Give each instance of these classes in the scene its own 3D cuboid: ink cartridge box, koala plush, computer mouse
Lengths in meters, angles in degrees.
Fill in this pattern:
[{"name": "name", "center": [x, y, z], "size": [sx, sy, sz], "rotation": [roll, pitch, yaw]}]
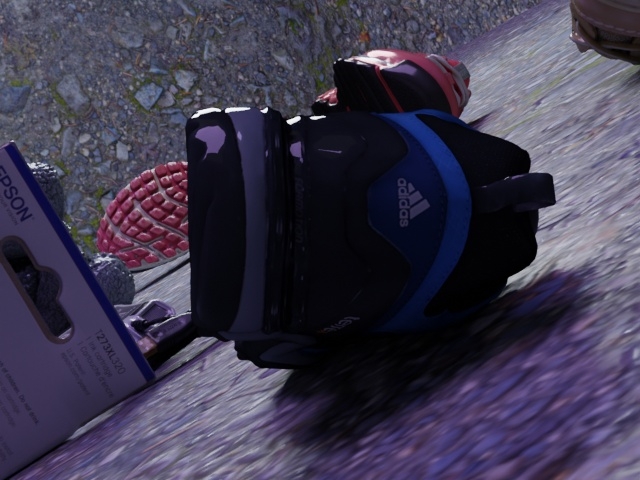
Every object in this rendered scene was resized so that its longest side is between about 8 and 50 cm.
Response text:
[{"name": "ink cartridge box", "center": [-0.301, 0.108, 0.930], "size": [0.371, 0.176, 0.069], "rotation": [-32, 5, -13]}, {"name": "koala plush", "center": [-0.349, 0.066, 1.634], "size": [0.221, 0.196, 0.203], "rotation": [-36, -4, -40]}, {"name": "computer mouse", "center": [-0.128, 0.072, 1.065], "size": [0.106, 0.042, 0.193], "rotation": [-39, 15, -31]}]

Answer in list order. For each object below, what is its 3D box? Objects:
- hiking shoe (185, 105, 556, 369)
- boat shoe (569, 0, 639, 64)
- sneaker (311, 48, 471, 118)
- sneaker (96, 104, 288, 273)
[{"name": "hiking shoe", "center": [0.026, 0.004, 0.667], "size": [0.132, 0.113, 0.304], "rotation": [0, 2, 4]}, {"name": "boat shoe", "center": [0.228, -0.170, 1.109], "size": [0.302, 0.109, 0.098], "rotation": [-44, -25, -66]}, {"name": "sneaker", "center": [0.085, -0.141, 1.458], "size": [0.136, 0.116, 0.314], "rotation": [-30, 5, -10]}, {"name": "sneaker", "center": [-0.143, -0.043, 1.930], "size": [0.299, 0.121, 0.112], "rotation": [-34, -23, -26]}]
